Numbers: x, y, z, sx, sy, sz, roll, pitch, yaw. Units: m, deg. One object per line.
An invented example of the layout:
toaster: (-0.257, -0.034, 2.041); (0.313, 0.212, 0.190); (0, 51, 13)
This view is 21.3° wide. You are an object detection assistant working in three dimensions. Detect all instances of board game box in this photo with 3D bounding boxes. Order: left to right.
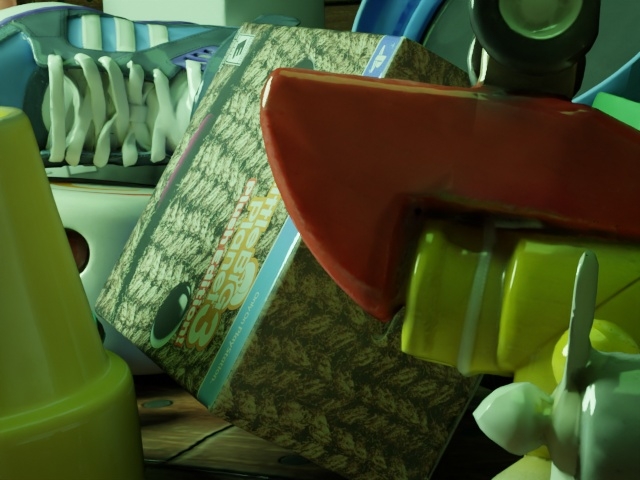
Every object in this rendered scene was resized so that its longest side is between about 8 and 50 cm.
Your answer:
board game box: (0.000, 0.000, 1.064); (0.141, 0.232, 0.291); (28, -2, -22)

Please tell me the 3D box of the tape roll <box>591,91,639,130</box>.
tape roll: (0.333, -0.017, 1.198); (0.321, 0.077, 0.321); (20, 6, -2)

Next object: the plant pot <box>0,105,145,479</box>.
plant pot: (-0.236, 0.049, 0.983); (0.254, 0.239, 0.254); (-4, 10, 1)

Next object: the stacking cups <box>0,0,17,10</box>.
stacking cups: (-0.339, -0.128, 1.776); (0.096, 0.316, 0.096); (-4, 12, 1)

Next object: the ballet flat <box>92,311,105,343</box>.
ballet flat: (-0.271, 0.094, 1.165); (0.247, 0.087, 0.083); (-7, 39, -16)

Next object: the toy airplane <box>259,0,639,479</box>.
toy airplane: (0.175, 0.072, 0.766); (0.386, 0.272, 0.384); (33, -4, -38)

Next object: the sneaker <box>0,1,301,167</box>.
sneaker: (-0.122, -0.103, 1.312); (0.236, 0.130, 0.322); (20, 22, 41)

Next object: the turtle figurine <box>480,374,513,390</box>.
turtle figurine: (0.152, 0.056, 1.139); (0.234, 0.118, 0.175); (4, -27, 32)

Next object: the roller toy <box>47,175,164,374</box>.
roller toy: (-0.175, 0.030, 1.307); (0.209, 0.146, 0.191); (3, 5, -19)

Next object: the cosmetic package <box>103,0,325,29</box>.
cosmetic package: (-0.114, -0.194, 1.843); (0.156, 0.385, 0.217); (-14, 14, -42)

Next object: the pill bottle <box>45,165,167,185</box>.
pill bottle: (-0.139, -0.048, 1.562); (0.361, 0.204, 0.204); (-11, 12, -29)

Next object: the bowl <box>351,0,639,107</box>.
bowl: (0.206, -0.218, 1.544); (0.391, 0.077, 0.391); (-25, 40, 23)
